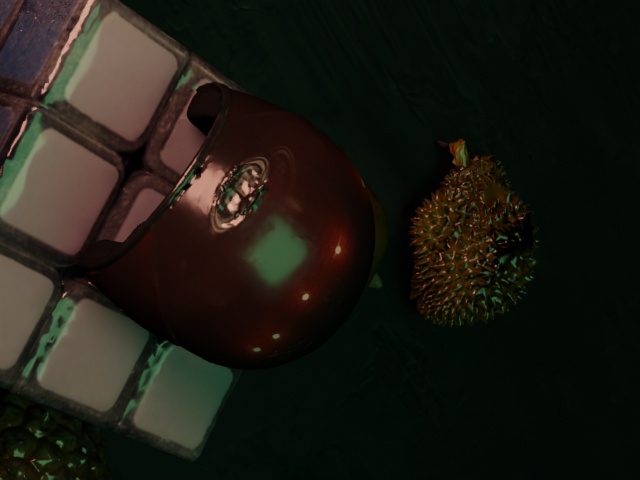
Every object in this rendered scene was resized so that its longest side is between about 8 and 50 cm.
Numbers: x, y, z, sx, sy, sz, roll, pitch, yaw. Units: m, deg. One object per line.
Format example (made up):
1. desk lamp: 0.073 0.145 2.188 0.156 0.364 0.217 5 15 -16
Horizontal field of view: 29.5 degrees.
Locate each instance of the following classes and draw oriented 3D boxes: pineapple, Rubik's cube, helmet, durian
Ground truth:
1. pineapple: -0.273 0.229 1.179 0.193 0.166 0.166 32 82 -44
2. Rubik's cube: -0.220 -0.029 1.047 0.304 0.305 0.301 34 81 -42
3. helmet: -0.057 -0.004 0.887 0.189 0.193 0.216 -58 160 -14
4. durian: 0.204 -0.005 1.522 0.193 0.138 0.237 -23 116 -33

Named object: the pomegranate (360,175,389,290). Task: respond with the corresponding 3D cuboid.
1. pomegranate: 0.000 0.000 1.339 0.224 0.181 0.181 23 88 -58
